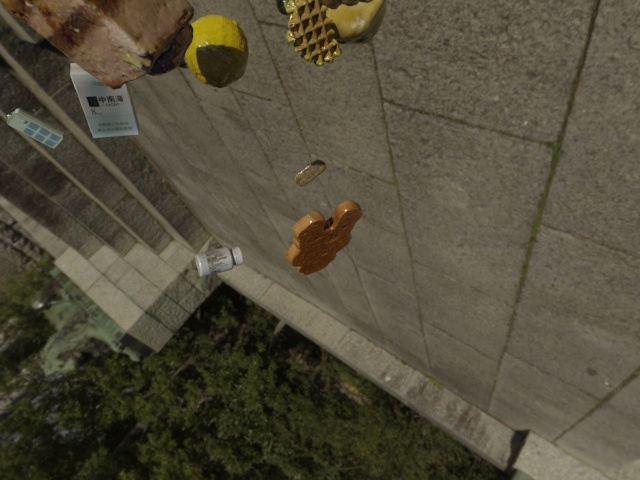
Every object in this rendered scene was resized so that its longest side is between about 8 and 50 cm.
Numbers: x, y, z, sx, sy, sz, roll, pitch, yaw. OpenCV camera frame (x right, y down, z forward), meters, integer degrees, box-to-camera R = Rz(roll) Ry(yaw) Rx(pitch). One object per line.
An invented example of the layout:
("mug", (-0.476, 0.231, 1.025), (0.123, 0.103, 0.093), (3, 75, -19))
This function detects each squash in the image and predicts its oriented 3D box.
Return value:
("squash", (-0.116, -0.810, 1.395), (0.068, 0.077, 0.219), (50, -164, -36))

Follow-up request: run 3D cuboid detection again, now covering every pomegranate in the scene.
("pomegranate", (0.126, -1.021, 1.805), (0.332, 0.333, 0.333), (35, 161, 14))

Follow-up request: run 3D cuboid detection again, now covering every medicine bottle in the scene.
("medicine bottle", (-0.328, 0.065, 1.345), (0.079, 0.140, 0.079), (45, 142, 51))

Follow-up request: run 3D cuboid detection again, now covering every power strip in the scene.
("power strip", (-0.511, -0.201, 0.747), (0.040, 0.016, 0.090), (-29, 141, 27))

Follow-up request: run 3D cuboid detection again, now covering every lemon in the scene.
("lemon", (-0.315, -0.578, 1.265), (0.192, 0.231, 0.192), (-1, 162, 0))

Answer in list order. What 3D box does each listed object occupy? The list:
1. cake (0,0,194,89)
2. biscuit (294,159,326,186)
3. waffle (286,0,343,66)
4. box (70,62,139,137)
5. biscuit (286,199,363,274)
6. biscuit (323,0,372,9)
("cake", (-0.381, -0.411, 0.772), (0.196, 0.199, 0.293), (-9, 141, 38))
("biscuit", (-0.041, -0.270, 1.661), (0.071, 0.147, 0.018), (43, -165, -45))
("waffle", (-0.009, -0.531, 1.033), (0.191, 0.161, 0.046), (16, -161, -43))
("box", (-0.700, -0.458, 1.362), (0.243, 0.155, 0.067), (104, 151, -51))
("biscuit", (0.000, 0.000, 1.141), (0.047, 0.201, 0.334), (61, 159, 23))
("biscuit", (0.101, -0.420, 0.614), (0.144, 0.224, 0.033), (29, -130, -77))
